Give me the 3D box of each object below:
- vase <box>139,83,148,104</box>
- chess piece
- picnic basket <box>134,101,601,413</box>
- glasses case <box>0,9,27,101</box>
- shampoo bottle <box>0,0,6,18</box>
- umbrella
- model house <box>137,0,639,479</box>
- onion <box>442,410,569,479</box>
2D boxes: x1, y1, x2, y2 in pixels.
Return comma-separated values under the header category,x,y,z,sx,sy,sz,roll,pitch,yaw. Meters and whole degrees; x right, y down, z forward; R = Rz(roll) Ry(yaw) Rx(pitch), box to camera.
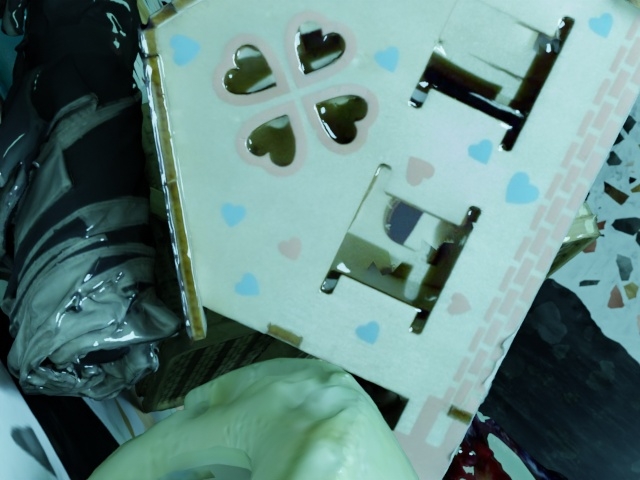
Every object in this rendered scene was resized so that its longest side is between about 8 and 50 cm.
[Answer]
category,x,y,z,sx,sy,sz,roll,pitch,yaw
vase,-0.043,-0.011,1.525,0.445,0.250,0.250,50,10,-47
chess piece,0.053,0.271,0.670,0.442,0.234,0.234,56,4,-20
picnic basket,0.000,0.000,0.958,0.228,0.312,0.175,127,-54,-69
glasses case,-0.237,-0.157,1.081,0.301,0.070,0.117,64,8,-7
shampoo bottle,-0.225,-0.140,0.774,0.092,0.092,0.303,61,2,-17
umbrella,-0.149,-0.082,0.794,0.113,0.106,0.358,124,-37,-57
model house,0.010,-0.051,0.744,0.244,0.326,0.169,24,10,-9
onion,0.066,0.220,0.921,0.280,0.221,0.281,23,-12,5
